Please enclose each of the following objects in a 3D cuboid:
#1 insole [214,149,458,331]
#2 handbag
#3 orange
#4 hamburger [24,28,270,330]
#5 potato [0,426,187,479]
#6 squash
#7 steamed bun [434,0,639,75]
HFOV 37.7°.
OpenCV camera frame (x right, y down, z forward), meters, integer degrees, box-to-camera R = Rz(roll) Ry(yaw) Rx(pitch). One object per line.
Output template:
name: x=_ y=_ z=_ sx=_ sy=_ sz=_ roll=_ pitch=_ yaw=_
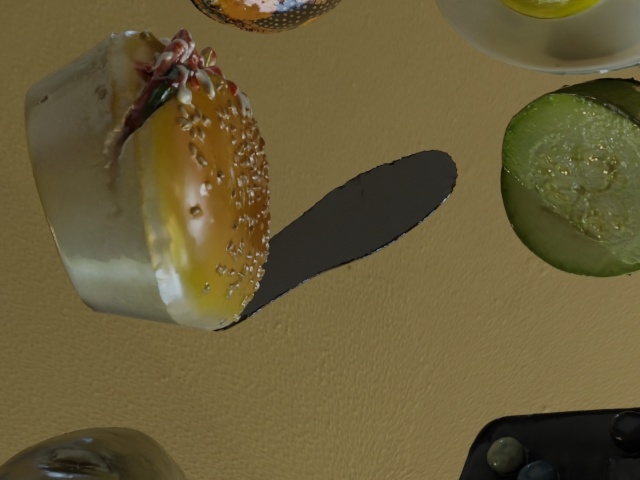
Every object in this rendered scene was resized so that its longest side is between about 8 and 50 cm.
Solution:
insole: x=0.000 y=0.000 z=0.990 sx=0.328 sy=0.007 sz=0.111 roll=-32 pitch=-136 yaw=16
handbag: x=0.204 y=0.264 z=0.743 sx=0.118 sy=0.269 sz=0.325 roll=54 pitch=-139 yaw=-20
orange: x=-0.064 y=-0.363 z=1.138 sx=0.235 sy=0.234 sz=0.182 roll=-8 pitch=-139 yaw=-1
hamburger: x=-0.116 y=-0.040 z=0.738 sx=0.152 sy=0.295 sz=0.227 roll=-12 pitch=-97 yaw=0
potato: x=-0.281 y=0.334 z=1.082 sx=0.243 sy=0.326 sz=0.220 roll=-20 pitch=-88 yaw=-2
squash: x=0.277 y=-0.052 z=0.948 sx=0.220 sy=0.220 sz=0.133 roll=42 pitch=-144 yaw=13
steamed bun: x=0.284 y=-0.340 z=0.979 sx=0.374 sy=0.334 sz=0.333 roll=-5 pitch=-111 yaw=35
